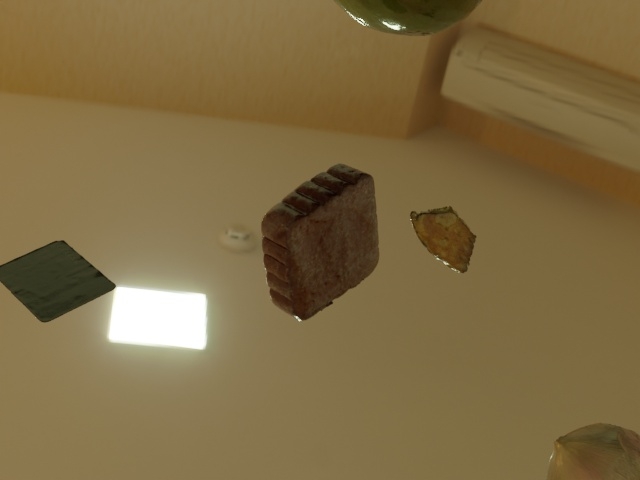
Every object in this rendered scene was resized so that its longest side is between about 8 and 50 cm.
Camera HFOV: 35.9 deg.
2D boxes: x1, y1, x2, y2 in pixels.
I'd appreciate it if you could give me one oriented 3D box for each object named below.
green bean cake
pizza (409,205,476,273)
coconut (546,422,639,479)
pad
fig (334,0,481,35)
[{"bbox_3d":[0.000,0.000,1.033,0.056,0.135,0.136,26,-133,38],"label":"green bean cake"},{"bbox_3d":[0.244,-0.010,1.904,0.160,0.099,0.036,45,-154,-13],"label":"pizza"},{"bbox_3d":[0.257,0.221,0.899,0.124,0.110,0.110,42,-152,-6],"label":"coconut"},{"bbox_3d":[-0.359,0.051,1.325,0.112,0.003,0.157,-28,-138,-32],"label":"pad"},{"bbox_3d":[0.081,-0.316,1.043,0.230,0.207,0.207,-13,-143,-38],"label":"fig"}]
